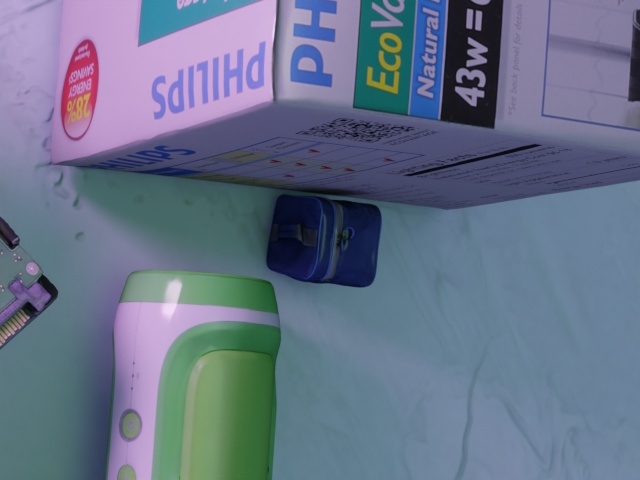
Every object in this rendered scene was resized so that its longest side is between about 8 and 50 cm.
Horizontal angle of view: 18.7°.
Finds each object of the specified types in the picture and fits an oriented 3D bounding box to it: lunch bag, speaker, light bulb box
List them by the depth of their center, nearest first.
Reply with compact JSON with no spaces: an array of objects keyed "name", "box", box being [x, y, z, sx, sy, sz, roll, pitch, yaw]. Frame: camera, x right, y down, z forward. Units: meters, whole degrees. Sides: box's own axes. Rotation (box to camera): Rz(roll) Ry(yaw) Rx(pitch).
[{"name":"light bulb box","box":[0.044,-0.158,1.380,0.361,0.358,0.225,6,82,-30]},{"name":"speaker","box":[-0.098,0.174,1.416,0.131,0.131,0.296,7,84,-28]},{"name":"lunch bag","box":[0.000,0.000,1.494,0.065,0.098,0.067,6,89,-26]}]

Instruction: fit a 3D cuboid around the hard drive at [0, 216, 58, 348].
[{"name":"hard drive","box":[-0.368,-0.012,1.269,0.339,0.064,0.237,46,66,-2]}]
